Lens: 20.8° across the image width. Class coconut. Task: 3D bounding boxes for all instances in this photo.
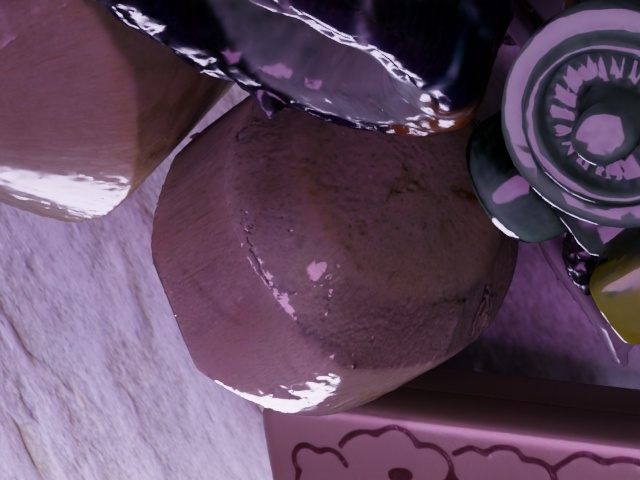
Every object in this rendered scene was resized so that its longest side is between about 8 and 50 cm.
[{"bbox_3d":[-0.190,-0.154,1.094,0.329,0.329,0.329,30,141,28],"label":"coconut"},{"bbox_3d":[0.000,0.000,1.092,0.224,0.224,0.234,52,154,-2],"label":"coconut"}]

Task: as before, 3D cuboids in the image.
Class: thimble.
[{"bbox_3d":[-0.011,-0.154,0.822,0.237,0.150,0.237,22,169,4],"label":"thimble"}]

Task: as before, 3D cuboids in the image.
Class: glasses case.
[{"bbox_3d":[0.125,0.166,1.171,0.336,0.076,0.144,3,116,31],"label":"glasses case"}]

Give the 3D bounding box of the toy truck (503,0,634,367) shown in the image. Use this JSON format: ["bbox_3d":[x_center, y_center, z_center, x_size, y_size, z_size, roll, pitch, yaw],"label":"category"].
[{"bbox_3d":[0.157,-0.065,0.962,0.136,0.111,0.286,-118,7,-47],"label":"toy truck"}]

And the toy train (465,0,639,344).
[{"bbox_3d":[0.276,-0.062,0.703,0.442,0.179,0.272,-29,101,36],"label":"toy train"}]
